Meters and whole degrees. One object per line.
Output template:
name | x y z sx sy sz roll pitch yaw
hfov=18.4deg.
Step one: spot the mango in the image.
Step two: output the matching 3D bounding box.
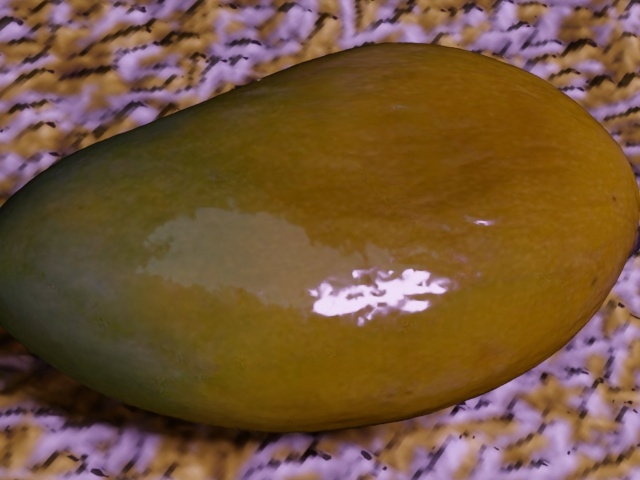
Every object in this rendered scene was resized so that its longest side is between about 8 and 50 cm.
mango | 0.005 0.004 0.684 0.237 0.091 0.137 -24 60 -29
